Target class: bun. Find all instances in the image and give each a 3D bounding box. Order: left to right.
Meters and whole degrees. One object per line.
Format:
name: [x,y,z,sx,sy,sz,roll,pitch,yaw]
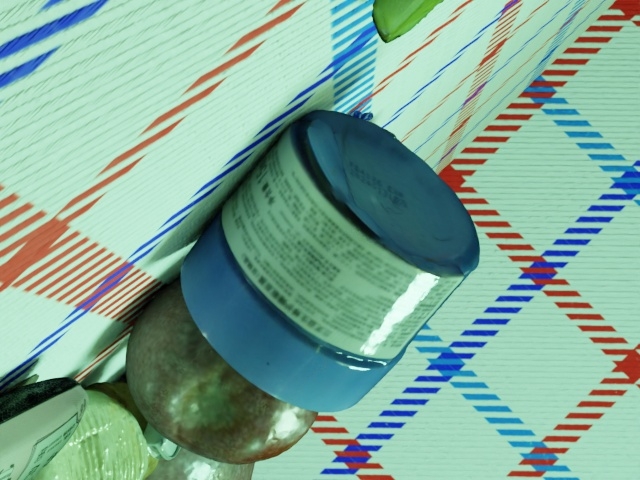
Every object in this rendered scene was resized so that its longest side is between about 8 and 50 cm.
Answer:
bun: [-0.280,0.250,1.613,0.111,0.164,0.188,-5,-167,35]

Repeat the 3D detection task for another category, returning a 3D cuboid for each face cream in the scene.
face cream: [0.015,0.018,1.489,0.225,0.249,0.249,-48,174,28]

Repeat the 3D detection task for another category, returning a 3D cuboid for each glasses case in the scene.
glasses case: [-0.315,0.202,1.288,0.122,0.075,0.314,-48,171,23]

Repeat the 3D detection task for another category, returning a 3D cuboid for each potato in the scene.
potato: [0.116,-0.253,1.222,0.198,0.054,0.119,-42,177,27]

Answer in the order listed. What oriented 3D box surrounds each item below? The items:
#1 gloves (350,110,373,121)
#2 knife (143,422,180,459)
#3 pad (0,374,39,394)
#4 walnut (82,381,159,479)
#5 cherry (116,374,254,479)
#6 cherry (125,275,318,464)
gloves: [0.031,-0.127,1.699,0.064,0.026,0.086,-50,173,29]
knife: [-0.155,0.153,1.773,0.073,0.041,0.265,70,33,-49]
pad: [-0.390,0.236,1.423,0.266,0.002,0.176,-46,174,20]
walnut: [-0.266,0.252,1.772,0.166,0.149,0.166,-24,148,-16]
cherry: [-0.192,0.289,1.985,0.221,0.307,0.261,1,-155,27]
cherry: [-0.104,0.136,1.654,0.239,0.239,0.206,-35,146,-63]
